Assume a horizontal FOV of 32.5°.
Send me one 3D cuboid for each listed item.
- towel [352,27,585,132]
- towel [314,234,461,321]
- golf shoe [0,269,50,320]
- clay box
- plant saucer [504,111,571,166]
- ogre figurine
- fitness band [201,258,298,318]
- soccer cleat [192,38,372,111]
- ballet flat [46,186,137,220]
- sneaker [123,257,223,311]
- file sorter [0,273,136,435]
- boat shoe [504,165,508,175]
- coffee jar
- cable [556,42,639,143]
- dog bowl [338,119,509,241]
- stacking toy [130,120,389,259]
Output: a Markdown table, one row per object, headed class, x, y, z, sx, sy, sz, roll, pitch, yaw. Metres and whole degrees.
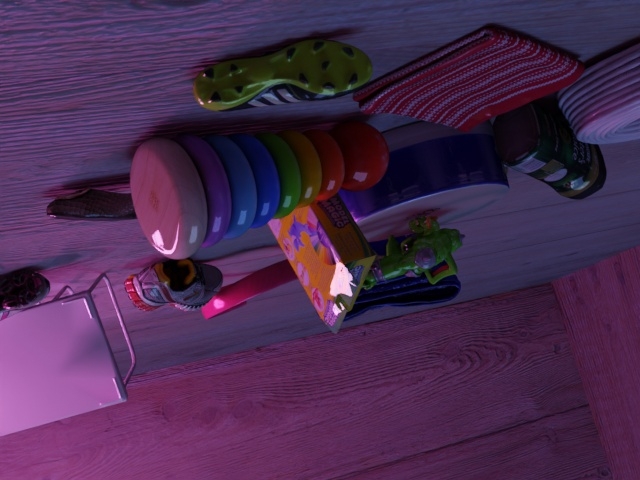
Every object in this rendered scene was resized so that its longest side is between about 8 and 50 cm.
| class | x | y | z | sx | sy | sz | roll | pitch | yaw |
| --- | --- | --- | --- | --- | --- | --- | --- | --- | --- |
| towel | 0.189 | -0.189 | 1.340 | 0.199 | 0.031 | 0.275 | -23 | 167 | 32 |
| towel | 0.074 | 0.021 | 1.793 | 0.228 | 0.076 | 0.308 | -10 | -155 | -10 |
| golf shoe | -0.513 | 0.101 | 1.726 | 0.186 | 0.067 | 0.086 | -16 | 171 | 2 |
| clay box | 0.000 | 0.000 | 1.437 | 0.053 | 0.222 | 0.127 | -16 | 150 | -27 |
| plant saucer | 0.361 | -0.165 | 1.699 | 0.195 | 0.037 | 0.195 | -16 | 169 | -3 |
| ogre figurine | 0.136 | 0.020 | 1.599 | 0.118 | 0.096 | 0.197 | -14 | 168 | 30 |
| fitness band | -0.121 | 0.088 | 2.147 | 0.209 | 0.054 | 0.291 | -23 | 179 | 22 |
| soccer cleat | -0.038 | -0.162 | 1.097 | 0.179 | 0.060 | 0.072 | -8 | 179 | -4 |
| ballet flat | -0.220 | -0.058 | 1.388 | 0.250 | 0.058 | 0.084 | -6 | -172 | -21 |
| sneaker | -0.239 | 0.074 | 1.940 | 0.093 | 0.088 | 0.225 | -33 | 168 | 27 |
| file sorter | -0.473 | 0.190 | 1.848 | 0.278 | 0.192 | 0.173 | -16 | -167 | 4 |
| boat shoe | 0.208 | -0.098 | 1.765 | 0.190 | 0.068 | 0.072 | -16 | 158 | 6 |
| coffee jar | 0.329 | -0.125 | 1.561 | 0.079 | 0.096 | 0.184 | -31 | 144 | 34 |
| cable | 0.455 | -0.203 | 1.491 | 0.257 | 0.089 | 0.257 | -19 | 169 | 20 |
| dog bowl | 0.136 | -0.085 | 1.604 | 0.265 | 0.104 | 0.265 | -15 | 170 | -3 |
| stacking toy | -0.054 | -0.083 | 1.320 | 0.330 | 0.141 | 0.141 | -17 | 172 | -33 |
